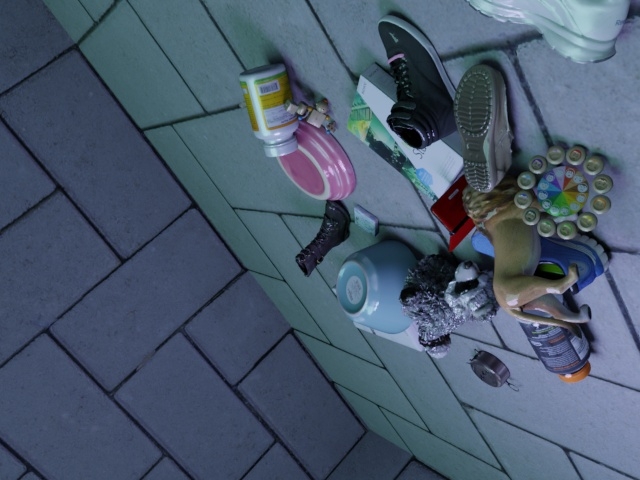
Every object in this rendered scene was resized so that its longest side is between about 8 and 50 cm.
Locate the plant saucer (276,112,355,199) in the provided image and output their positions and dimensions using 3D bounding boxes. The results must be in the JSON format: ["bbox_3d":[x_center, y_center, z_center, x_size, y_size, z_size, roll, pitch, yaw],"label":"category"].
[{"bbox_3d":[-0.035,-0.250,1.960,0.332,0.084,0.332,39,159,18],"label":"plant saucer"}]

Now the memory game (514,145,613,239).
[{"bbox_3d":[0.467,-0.094,1.184,0.186,0.186,0.012,31,-163,35],"label":"memory game"}]

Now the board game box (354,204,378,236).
[{"bbox_3d":[0.152,-0.065,2.028,0.090,0.020,0.090,37,158,24],"label":"board game box"}]

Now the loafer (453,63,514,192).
[{"bbox_3d":[0.340,-0.233,1.255,0.102,0.092,0.268,27,136,43],"label":"loafer"}]

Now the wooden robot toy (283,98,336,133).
[{"bbox_3d":[-0.013,-0.370,1.727,0.173,0.079,0.076,23,-151,-22],"label":"wooden robot toy"}]

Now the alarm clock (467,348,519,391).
[{"bbox_3d":[0.589,0.453,2.081,0.192,0.064,0.129,34,156,22],"label":"alarm clock"}]

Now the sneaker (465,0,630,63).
[{"bbox_3d":[0.345,-0.396,0.957,0.297,0.111,0.129,34,141,20],"label":"sneaker"}]

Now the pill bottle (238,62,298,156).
[{"bbox_3d":[-0.140,-0.374,1.772,0.136,0.136,0.245,19,130,51],"label":"pill bottle"}]

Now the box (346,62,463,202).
[{"bbox_3d":[0.212,-0.255,1.505,0.322,0.058,0.232,43,159,12],"label":"box"}]

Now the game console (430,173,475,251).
[{"bbox_3d":[0.333,-0.067,1.489,0.124,0.144,0.085,47,159,-1],"label":"game console"}]

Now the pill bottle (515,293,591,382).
[{"bbox_3d":[0.605,0.252,1.570,0.245,0.130,0.130,55,158,-21],"label":"pill bottle"}]

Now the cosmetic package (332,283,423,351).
[{"bbox_3d":[0.242,0.234,2.213,0.385,0.156,0.217,11,138,59],"label":"cosmetic package"}]

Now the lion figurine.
[{"bbox_3d":[0.418,0.023,1.288,0.240,0.392,0.142,-11,152,32],"label":"lion figurine"}]

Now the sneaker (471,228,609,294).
[{"bbox_3d":[0.472,0.036,1.407,0.330,0.147,0.129,20,147,51],"label":"sneaker"}]

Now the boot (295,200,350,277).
[{"bbox_3d":[0.000,0.000,2.144,0.091,0.229,0.263,35,157,29],"label":"boot"}]

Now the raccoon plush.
[{"bbox_3d":[0.431,0.214,1.786,0.299,0.216,0.446,19,154,39],"label":"raccoon plush"}]

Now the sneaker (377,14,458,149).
[{"bbox_3d":[0.184,-0.325,1.301,0.295,0.147,0.104,54,160,-15],"label":"sneaker"}]

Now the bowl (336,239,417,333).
[{"bbox_3d":[0.164,0.149,1.968,0.311,0.163,0.311,-5,83,57],"label":"bowl"}]
